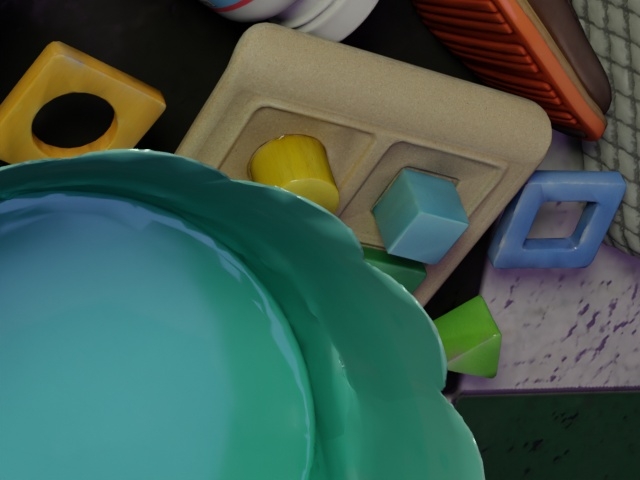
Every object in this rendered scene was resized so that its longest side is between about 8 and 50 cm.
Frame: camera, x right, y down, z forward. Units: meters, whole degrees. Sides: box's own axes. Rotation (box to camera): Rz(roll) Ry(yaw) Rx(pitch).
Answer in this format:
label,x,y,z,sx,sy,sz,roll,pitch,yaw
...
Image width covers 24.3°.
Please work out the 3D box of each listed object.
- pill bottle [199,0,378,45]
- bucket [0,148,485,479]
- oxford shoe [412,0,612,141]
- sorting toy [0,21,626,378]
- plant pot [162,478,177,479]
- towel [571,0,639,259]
label,x,y,z,sx,sy,sz,roll,pitch,yaw
pill bottle,-0.045,-0.153,0.660,0.160,0.087,0.087,31,94,-33
bucket,-0.090,0.100,0.584,0.281,0.183,0.281,-1,93,-17
oxford shoe,0.086,-0.161,0.723,0.098,0.097,0.271,-46,124,-12
sorting toy,0.000,0.000,0.734,0.348,0.047,0.196,12,127,-30
plant pot,-0.114,0.136,0.737,0.109,0.096,0.109,-12,115,-23
towel,0.231,-0.101,0.737,0.121,0.235,0.283,-23,120,-21
